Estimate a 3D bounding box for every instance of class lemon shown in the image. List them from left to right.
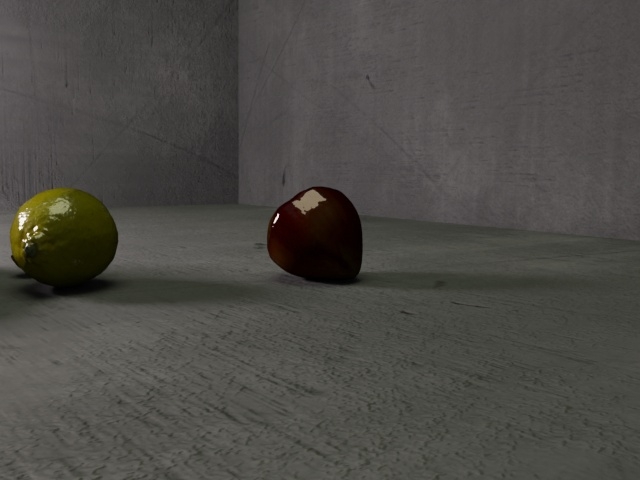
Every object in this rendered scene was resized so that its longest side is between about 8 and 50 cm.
[{"bbox_3d":[-0.466,-0.004,1.230,0.184,0.184,0.248,0,11,-5],"label":"lemon"}]

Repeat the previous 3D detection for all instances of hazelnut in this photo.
[{"bbox_3d":[0.000,0.000,1.356,0.208,0.208,0.208,1,6,0],"label":"hazelnut"}]

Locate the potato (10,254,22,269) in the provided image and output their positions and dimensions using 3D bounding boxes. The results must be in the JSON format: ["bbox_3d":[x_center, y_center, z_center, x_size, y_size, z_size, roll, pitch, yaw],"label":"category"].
[{"bbox_3d":[-0.573,0.039,1.370,0.096,0.066,0.103,-23,6,24],"label":"potato"}]
